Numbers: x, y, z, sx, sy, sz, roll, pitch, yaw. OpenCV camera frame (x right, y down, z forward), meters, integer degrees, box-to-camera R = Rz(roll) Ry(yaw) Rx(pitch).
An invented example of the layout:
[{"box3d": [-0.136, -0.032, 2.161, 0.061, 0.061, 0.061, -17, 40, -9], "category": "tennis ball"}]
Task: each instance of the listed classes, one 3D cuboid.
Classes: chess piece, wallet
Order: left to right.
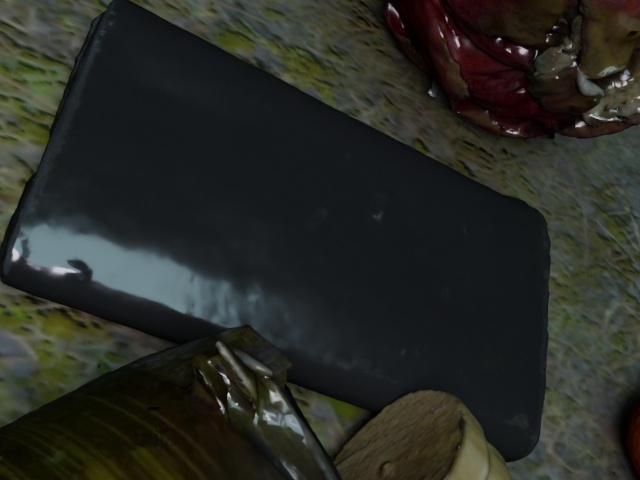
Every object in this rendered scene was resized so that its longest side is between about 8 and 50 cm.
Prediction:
[{"box3d": [0.000, 0.000, 0.599, 0.406, 0.062, 0.228, 24, 59, -22], "category": "wallet"}, {"box3d": [0.133, 0.242, 0.524, 0.301, 0.137, 0.137, 48, 53, -11], "category": "chess piece"}]

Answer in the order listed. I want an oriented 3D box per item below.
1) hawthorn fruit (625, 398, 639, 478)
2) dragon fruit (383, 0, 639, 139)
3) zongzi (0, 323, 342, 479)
[{"box3d": [0.394, 0.181, 0.694, 0.243, 0.207, 0.207, 9, 65, -39], "category": "hawthorn fruit"}, {"box3d": [0.198, -0.246, 0.684, 0.329, 0.329, 0.329, 13, 63, -28], "category": "dragon fruit"}, {"box3d": [-0.106, 0.296, 0.319, 0.403, 0.208, 0.432, -21, 87, -37], "category": "zongzi"}]
